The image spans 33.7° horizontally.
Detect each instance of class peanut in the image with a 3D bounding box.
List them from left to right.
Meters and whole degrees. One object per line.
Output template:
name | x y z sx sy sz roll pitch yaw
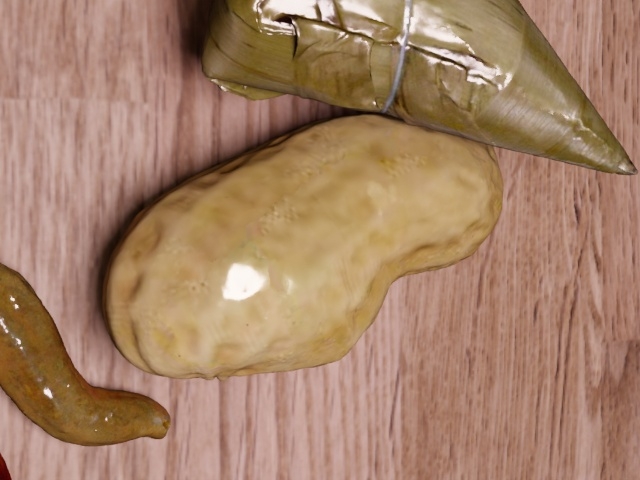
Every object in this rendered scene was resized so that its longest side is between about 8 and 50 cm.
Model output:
peanut | 0.000 0.000 0.897 0.387 0.169 0.192 -27 91 -23

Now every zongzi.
zongzi | 0.113 -0.227 0.884 0.360 0.160 0.323 17 65 -5

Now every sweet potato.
sweet potato | -0.219 0.107 0.863 0.081 0.062 0.233 -49 114 -17

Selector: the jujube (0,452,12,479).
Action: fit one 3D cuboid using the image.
jujube | -0.294 0.232 0.785 0.168 0.168 0.236 -27 121 -22
